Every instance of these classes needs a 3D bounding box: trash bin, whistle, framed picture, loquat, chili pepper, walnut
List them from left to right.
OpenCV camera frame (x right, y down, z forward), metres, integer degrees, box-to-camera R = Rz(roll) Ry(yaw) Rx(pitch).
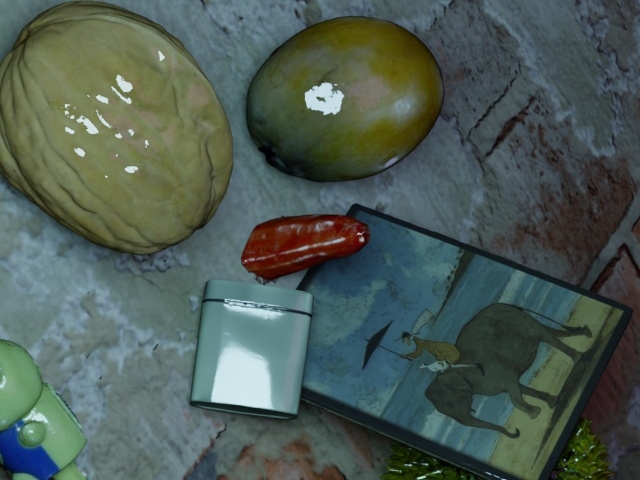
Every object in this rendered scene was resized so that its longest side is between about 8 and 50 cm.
[{"bbox_3d":[-0.272,0.177,1.654,0.085,0.105,0.227,-36,112,-7],"label":"whistle"},{"bbox_3d":[-0.197,-0.104,1.695,0.261,0.225,0.225,51,54,-21],"label":"walnut"},{"bbox_3d":[-0.072,0.113,1.834,0.116,0.059,0.130,8,76,-3],"label":"trash bin"},{"bbox_3d":[-0.004,0.000,1.865,0.088,0.169,0.065,-42,109,-35],"label":"chili pepper"},{"bbox_3d":[0.026,-0.154,1.917,0.227,0.179,0.179,-16,93,-33],"label":"loquat"},{"bbox_3d":[0.127,0.109,1.892,0.265,0.347,0.016,-56,157,-31],"label":"framed picture"}]

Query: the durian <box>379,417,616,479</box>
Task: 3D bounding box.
[{"bbox_3d":[0.191,0.281,1.933,0.225,0.291,0.291,-19,96,-65],"label":"durian"}]
